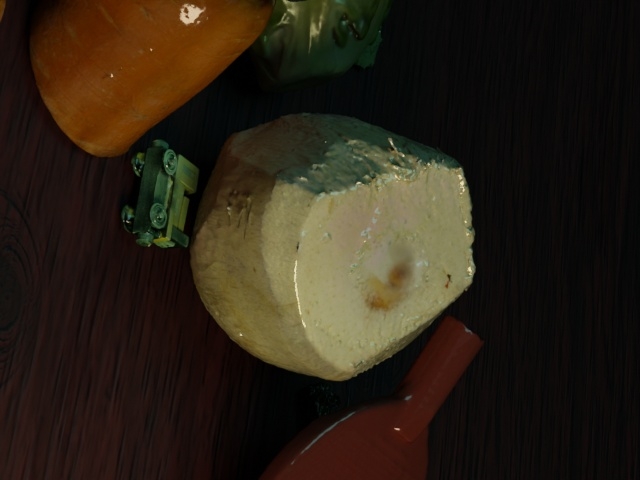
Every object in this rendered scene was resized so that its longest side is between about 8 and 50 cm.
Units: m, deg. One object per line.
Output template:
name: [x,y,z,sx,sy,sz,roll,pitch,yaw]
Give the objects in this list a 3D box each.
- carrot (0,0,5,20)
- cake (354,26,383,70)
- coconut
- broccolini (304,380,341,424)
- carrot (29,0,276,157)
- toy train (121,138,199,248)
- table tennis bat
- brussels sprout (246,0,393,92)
carrot: [-0.346,-0.200,1.491,0.087,0.087,0.193,17,78,-48]
cake: [0.038,-0.343,2.043,0.100,0.099,0.235,6,95,-51]
coconut: [0.000,0.000,1.707,0.297,0.254,0.297,-10,109,-31]
broccolini: [-0.012,0.267,1.803,0.044,0.042,0.218,29,64,-45]
carrot: [-0.154,-0.260,1.601,0.193,0.331,0.214,4,57,-51]
toy train: [-0.172,-0.045,1.684,0.081,0.050,0.122,38,53,-54]
table tennis bat: [0.042,0.261,1.695,0.414,0.051,0.268,-55,139,-7]
brussels sprout: [-0.012,-0.307,1.835,0.219,0.210,0.271,30,62,-71]
